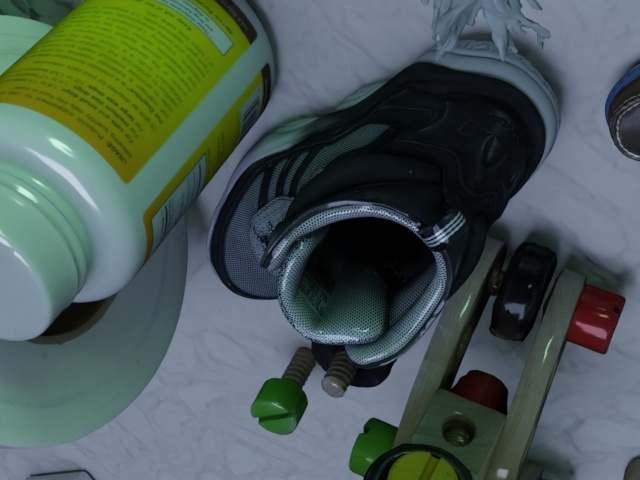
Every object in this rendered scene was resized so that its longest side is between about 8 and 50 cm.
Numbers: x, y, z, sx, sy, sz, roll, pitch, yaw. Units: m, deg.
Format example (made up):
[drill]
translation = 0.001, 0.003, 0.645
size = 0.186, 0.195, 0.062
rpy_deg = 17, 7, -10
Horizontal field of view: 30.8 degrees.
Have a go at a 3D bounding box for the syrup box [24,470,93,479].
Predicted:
[syrup box]
translation = -0.210, 0.337, 1.116
size = 0.093, 0.096, 0.237
rpy_deg = -14, 120, 39

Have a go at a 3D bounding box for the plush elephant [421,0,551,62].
[plush elephant]
translation = 0.140, -0.178, 0.303
size = 0.255, 0.272, 0.330
rpy_deg = 7, 136, 19

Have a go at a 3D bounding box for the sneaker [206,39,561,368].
[sneaker]
translation = 0.000, 0.000, 0.628
size = 0.101, 0.153, 0.268
rpy_deg = 46, 136, -14

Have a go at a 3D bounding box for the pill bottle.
[pill bottle]
translation = -0.117, -0.050, 0.606
size = 0.117, 0.215, 0.117
rpy_deg = 17, 135, 17

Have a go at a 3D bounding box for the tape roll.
[tape roll]
translation = -0.221, 0.003, 0.698
size = 0.169, 0.246, 0.246
rpy_deg = -8, 125, 36

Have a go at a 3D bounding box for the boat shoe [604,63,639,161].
[boat shoe]
translation = 0.212, -0.053, 0.515
size = 0.183, 0.066, 0.066
rpy_deg = -3, 127, 33

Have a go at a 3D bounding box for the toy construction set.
[toy construction set]
translation = 0.102, 0.177, 0.671
size = 0.309, 0.237, 0.257
rpy_deg = 35, 138, -3
